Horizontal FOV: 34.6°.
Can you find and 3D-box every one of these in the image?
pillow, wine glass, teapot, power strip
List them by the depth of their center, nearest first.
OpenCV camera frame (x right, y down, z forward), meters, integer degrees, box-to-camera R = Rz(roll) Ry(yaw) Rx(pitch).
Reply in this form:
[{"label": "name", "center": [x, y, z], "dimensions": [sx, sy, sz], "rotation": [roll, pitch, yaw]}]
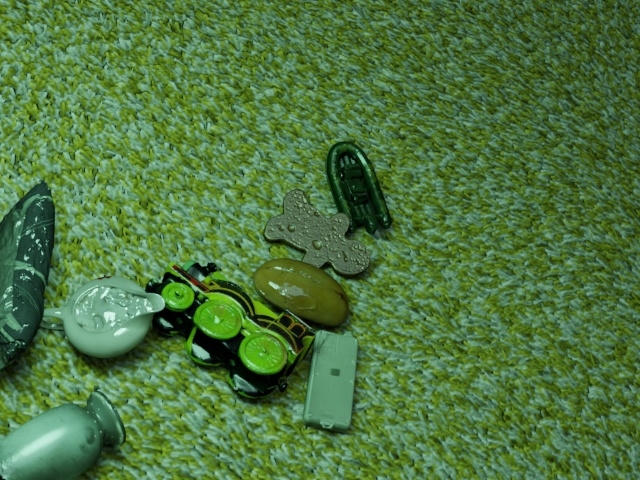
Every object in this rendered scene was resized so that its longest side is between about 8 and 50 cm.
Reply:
[{"label": "wine glass", "center": [-0.402, 0.313, 1.558], "dimensions": [0.204, 0.111, 0.111], "rotation": [-28, 69, -33]}, {"label": "pillow", "center": [-0.494, 0.056, 1.674], "dimensions": [0.093, 0.162, 0.335], "rotation": [28, 47, -34]}, {"label": "teapot", "center": [-0.360, 0.129, 1.697], "dimensions": [0.226, 0.092, 0.145], "rotation": [-6, 55, 3]}, {"label": "power strip", "center": [0.019, 0.241, 1.771], "dimensions": [0.082, 0.035, 0.192], "rotation": [12, 55, -7]}]

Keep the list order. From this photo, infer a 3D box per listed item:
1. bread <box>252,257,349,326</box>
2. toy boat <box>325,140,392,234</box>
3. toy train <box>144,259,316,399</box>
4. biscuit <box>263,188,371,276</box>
[{"label": "bread", "center": [-0.028, 0.087, 1.820], "dimensions": [0.189, 0.077, 0.114], "rotation": [22, 29, -9]}, {"label": "toy boat", "center": [0.069, -0.101, 1.995], "dimensions": [0.104, 0.052, 0.210], "rotation": [-8, 64, -18]}, {"label": "toy train", "center": [-0.157, 0.141, 1.749], "dimensions": [0.296, 0.100, 0.160], "rotation": [36, 48, 9]}, {"label": "biscuit", "center": [0.000, 0.000, 1.914], "dimensions": [0.205, 0.031, 0.138], "rotation": [30, 70, 7]}]
